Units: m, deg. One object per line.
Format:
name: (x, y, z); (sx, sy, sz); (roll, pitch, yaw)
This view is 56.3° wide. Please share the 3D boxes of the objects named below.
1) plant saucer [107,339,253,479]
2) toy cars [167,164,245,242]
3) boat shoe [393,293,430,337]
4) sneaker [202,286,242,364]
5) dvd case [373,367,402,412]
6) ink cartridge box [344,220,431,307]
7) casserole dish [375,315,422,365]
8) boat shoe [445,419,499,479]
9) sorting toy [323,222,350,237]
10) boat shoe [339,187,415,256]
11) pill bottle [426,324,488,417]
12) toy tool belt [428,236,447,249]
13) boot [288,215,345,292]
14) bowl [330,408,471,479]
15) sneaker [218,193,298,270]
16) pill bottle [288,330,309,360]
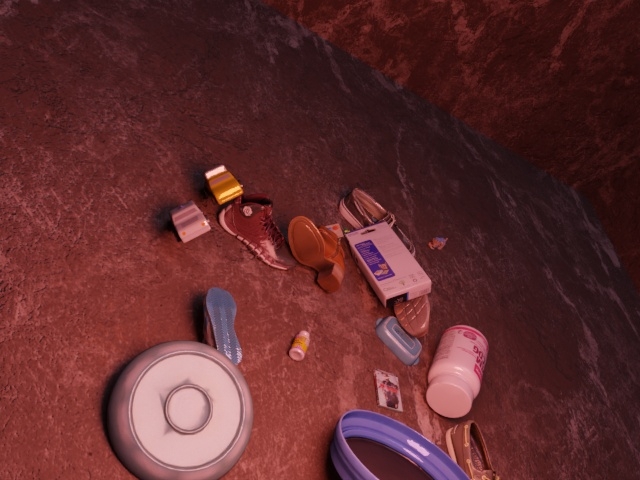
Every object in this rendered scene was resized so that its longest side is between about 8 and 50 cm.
plant saucer: (-0.284, 0.361, 1.271); (0.318, 0.044, 0.317); (13, 60, -24)
toy cars: (-0.327, -0.120, 1.671); (0.087, 0.176, 0.393); (67, 28, -24)
boat shoe: (0.310, 0.197, 1.997); (0.116, 0.123, 0.324); (52, 22, -38)
sneaker: (-0.256, 0.219, 1.471); (0.087, 0.092, 0.228); (14, 47, -32)
dvd case: (0.196, 0.437, 1.746); (0.087, 0.013, 0.119); (23, 39, -25)
ink cartridge box: (0.217, 0.072, 1.989); (0.165, 0.065, 0.332); (-18, 44, -12)
casserole dish: (0.255, 0.314, 1.908); (0.188, 0.037, 0.114); (46, 35, 5)
boat shoe: (0.445, 0.661, 1.686); (0.109, 0.091, 0.305); (15, 44, -32)
sorting toy: (0.057, -0.036, 2.063); (0.083, 0.012, 0.062); (-13, 56, -14)
boat shoe: (0.214, -0.054, 2.156); (0.335, 0.119, 0.121); (38, 51, 1)
pill bottle: (0.427, 0.407, 1.870); (0.160, 0.160, 0.283); (41, 36, -2)
toy tool belt: (0.476, 0.005, 2.417); (0.083, 0.051, 0.052); (1, 53, -42)
boot: (0.000, 0.000, 1.872); (0.283, 0.109, 0.220); (54, 23, -23)
bowl: (0.198, 0.557, 1.434); (0.391, 0.077, 0.391); (28, 9, -5)
sneaker: (-0.155, -0.036, 1.767); (0.281, 0.162, 0.106); (35, 37, -10)
pill bottle: (-0.055, 0.286, 1.636); (0.043, 0.043, 0.083); (36, 36, -9)
